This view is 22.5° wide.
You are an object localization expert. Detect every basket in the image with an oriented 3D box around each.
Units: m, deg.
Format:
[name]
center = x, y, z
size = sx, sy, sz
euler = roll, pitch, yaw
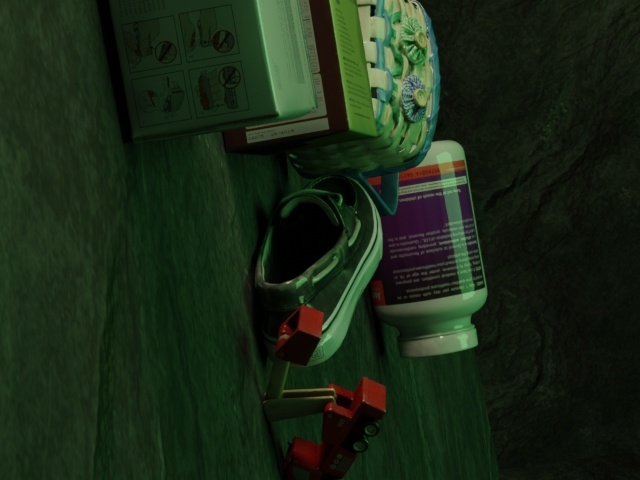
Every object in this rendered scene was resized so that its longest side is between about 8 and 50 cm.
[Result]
[basket]
center = 0.051, -0.178, 1.982
size = 0.289, 0.201, 0.255
euler = 38, 51, -72

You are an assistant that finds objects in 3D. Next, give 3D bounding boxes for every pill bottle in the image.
[pill bottle]
center = 0.157, 0.013, 2.498
size = 0.181, 0.181, 0.323
euler = -18, 99, -80

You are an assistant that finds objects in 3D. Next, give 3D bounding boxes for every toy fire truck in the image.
[toy fire truck]
center = -0.008, 0.169, 1.637
size = 0.192, 0.135, 0.047
euler = -60, -167, 30

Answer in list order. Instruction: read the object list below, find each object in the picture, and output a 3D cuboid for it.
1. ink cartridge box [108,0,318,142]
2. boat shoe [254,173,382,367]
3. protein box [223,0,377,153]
[ink cartridge box]
center = -0.101, -0.248, 1.401
size = 0.272, 0.130, 0.309
euler = -33, 114, -81
[boat shoe]
center = 0.000, 0.000, 1.770
size = 0.335, 0.121, 0.119
euler = -80, 163, -58
[protein box]
center = -0.032, -0.203, 1.736
size = 0.200, 0.136, 0.201
euler = -10, 92, -80
